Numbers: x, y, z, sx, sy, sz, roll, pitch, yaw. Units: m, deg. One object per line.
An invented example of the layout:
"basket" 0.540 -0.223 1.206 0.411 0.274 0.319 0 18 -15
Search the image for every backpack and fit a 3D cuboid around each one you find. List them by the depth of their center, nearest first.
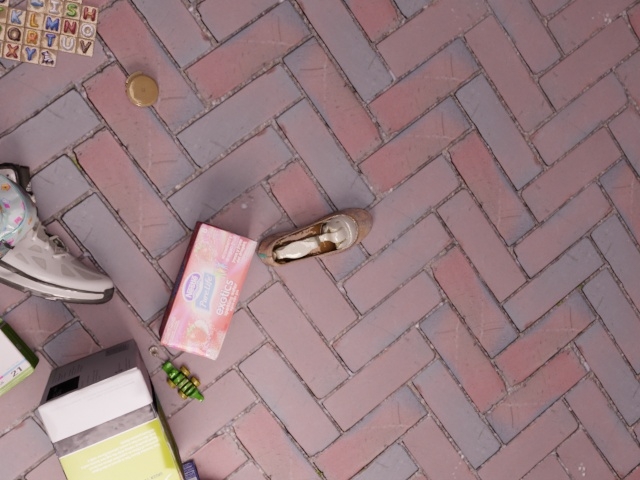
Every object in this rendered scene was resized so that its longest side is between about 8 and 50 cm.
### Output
"backpack" -0.697 -0.051 1.583 0.188 0.144 0.166 -41 84 -13

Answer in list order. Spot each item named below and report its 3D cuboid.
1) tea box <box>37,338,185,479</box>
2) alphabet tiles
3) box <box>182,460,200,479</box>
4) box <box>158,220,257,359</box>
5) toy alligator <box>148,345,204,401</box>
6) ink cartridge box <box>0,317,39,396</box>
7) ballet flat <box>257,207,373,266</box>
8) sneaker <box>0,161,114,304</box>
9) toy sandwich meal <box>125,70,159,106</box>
"tea box" -0.458 0.433 1.711 0.220 0.329 0.323 -20 99 -13
"alphabet tiles" -0.644 -0.507 1.773 0.237 0.009 0.198 8 91 -14
"box" -0.337 0.636 1.812 0.137 0.225 0.036 -20 122 -12
"box" -0.274 0.116 1.829 0.142 0.154 0.299 19 89 -15
"toy alligator" -0.353 0.334 1.873 0.056 0.051 0.189 -44 102 -8
"ink cartridge box" -0.803 0.247 1.733 0.189 0.097 0.255 -39 102 -9
"ballet flat" 0.000 0.000 1.915 0.316 0.106 0.107 -21 98 -12
"sneaker" -0.654 -0.028 1.716 0.448 0.169 0.257 21 90 -12
"toy sandwich meal" -0.430 -0.361 1.827 0.086 0.029 0.085 -3 97 -25
